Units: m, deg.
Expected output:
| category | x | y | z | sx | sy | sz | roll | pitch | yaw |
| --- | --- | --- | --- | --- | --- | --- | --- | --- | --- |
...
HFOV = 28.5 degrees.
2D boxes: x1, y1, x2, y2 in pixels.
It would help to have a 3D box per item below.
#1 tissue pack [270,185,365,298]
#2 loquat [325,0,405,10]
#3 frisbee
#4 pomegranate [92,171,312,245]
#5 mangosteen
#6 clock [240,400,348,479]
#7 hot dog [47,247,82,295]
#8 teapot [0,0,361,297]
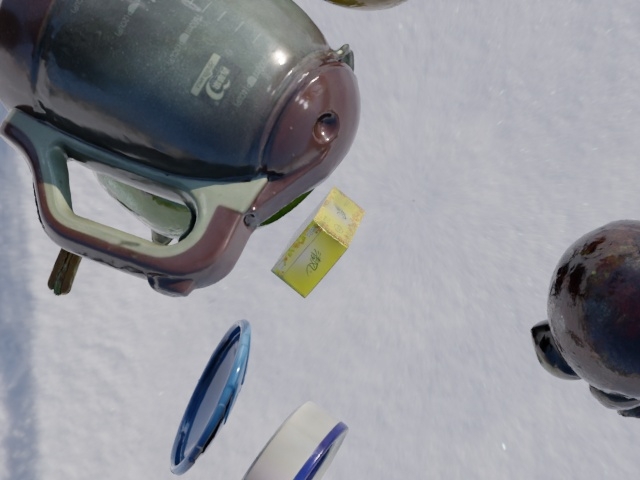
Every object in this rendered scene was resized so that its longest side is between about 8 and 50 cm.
| category | x | y | z | sx | sy | sz | roll | pitch | yaw |
| --- | --- | --- | --- | --- | --- | --- | --- | --- | --- |
| tissue pack | 0.000 | 0.000 | 1.674 | 0.062 | 0.176 | 0.095 | 39 | 108 | -4 |
| loquat | 0.064 | -0.339 | 1.268 | 0.246 | 0.213 | 0.214 | -2 | 92 | -9 |
| frisbee | -0.147 | 0.227 | 1.800 | 0.045 | 0.242 | 0.242 | 25 | 94 | -11 |
| pomegranate | -0.124 | -0.091 | 1.535 | 0.309 | 0.359 | 0.216 | -19 | 58 | -33 |
| mangosteen | 0.263 | 0.069 | 1.071 | 0.172 | 0.172 | 0.184 | 45 | 124 | 2 |
| clock | -0.053 | 0.346 | 1.849 | 0.083 | 0.230 | 0.230 | 36 | 94 | 12 |
| hot dog | -0.357 | 0.039 | 1.778 | 0.037 | 0.021 | 0.083 | 23 | 86 | 2 |
| teapot | -0.133 | -0.116 | 1.146 | 0.312 | 0.233 | 0.315 | 29 | 76 | 22 |
